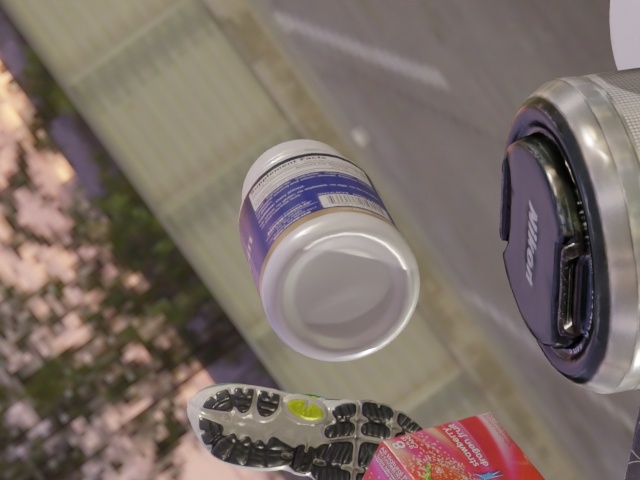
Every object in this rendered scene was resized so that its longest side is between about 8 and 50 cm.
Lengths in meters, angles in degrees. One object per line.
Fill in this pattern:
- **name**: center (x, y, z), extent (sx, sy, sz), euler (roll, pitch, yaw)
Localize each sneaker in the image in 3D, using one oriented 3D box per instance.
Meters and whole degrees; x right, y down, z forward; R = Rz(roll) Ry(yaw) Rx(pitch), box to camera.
- **sneaker**: center (-0.006, 0.199, 1.998), extent (0.275, 0.107, 0.110), euler (19, 180, -14)

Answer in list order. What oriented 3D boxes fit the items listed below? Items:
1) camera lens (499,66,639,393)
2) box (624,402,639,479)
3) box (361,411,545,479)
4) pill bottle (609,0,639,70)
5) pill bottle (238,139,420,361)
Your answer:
- **camera lens**: center (0.275, -0.018, 1.333), extent (0.219, 0.274, 0.219), euler (171, 90, -79)
- **box**: center (0.418, 0.174, 1.704), extent (0.247, 0.163, 0.142), euler (15, -174, 39)
- **box**: center (0.146, 0.282, 1.605), extent (0.257, 0.128, 0.123), euler (52, 136, 33)
- **pill bottle**: center (0.393, -0.183, 1.529), extent (0.169, 0.301, 0.169), euler (169, 90, -78)
- **pill bottle**: center (0.000, 0.000, 1.910), extent (0.153, 0.153, 0.265), euler (55, -175, -24)
